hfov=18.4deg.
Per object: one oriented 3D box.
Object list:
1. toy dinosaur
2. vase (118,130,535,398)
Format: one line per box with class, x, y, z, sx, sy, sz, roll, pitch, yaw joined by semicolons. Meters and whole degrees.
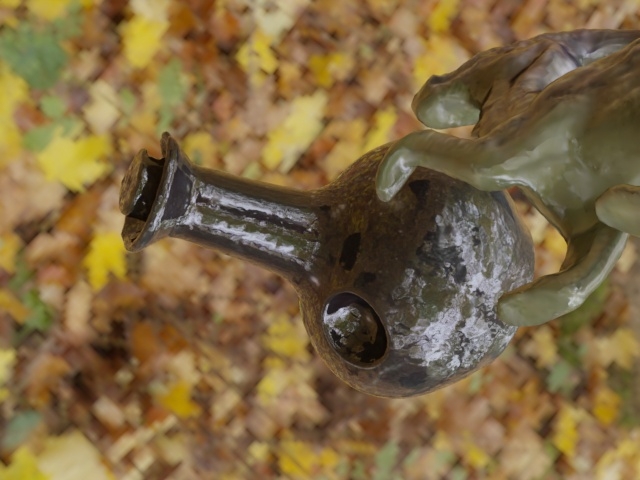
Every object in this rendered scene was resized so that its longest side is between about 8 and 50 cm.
toy dinosaur;0.131;-0.032;0.635;0.162;0.294;0.077;-44;133;-36
vase;0.000;0.000;0.878;0.183;0.120;0.120;17;111;-16
